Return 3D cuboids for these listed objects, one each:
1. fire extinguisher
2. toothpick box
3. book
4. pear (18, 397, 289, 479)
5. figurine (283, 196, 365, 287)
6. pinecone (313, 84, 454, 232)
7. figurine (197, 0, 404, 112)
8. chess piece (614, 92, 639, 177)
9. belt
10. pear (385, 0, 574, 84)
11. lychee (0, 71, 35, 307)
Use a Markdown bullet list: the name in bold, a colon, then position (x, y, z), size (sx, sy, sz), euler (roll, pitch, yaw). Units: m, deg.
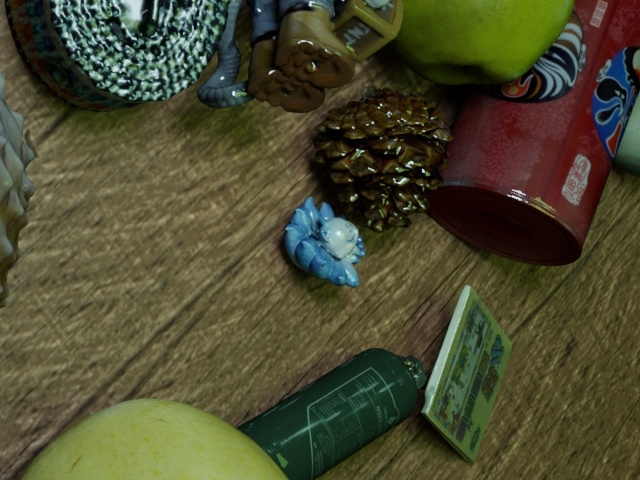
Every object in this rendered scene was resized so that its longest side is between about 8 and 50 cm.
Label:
- **fire extinguisher**: position (0.020, 0.201, 1.862), size (0.311, 0.095, 0.114), euler (-30, 136, -36)
- **toothpick box**: position (0.276, -0.160, 2.008), size (0.204, 0.204, 0.333), euler (36, 69, -36)
- **book**: position (0.181, 0.166, 2.011), size (0.192, 0.013, 0.168), euler (48, 58, -57)
- **pear**: position (-0.153, 0.306, 1.580), size (0.309, 0.309, 0.309), euler (-1, 92, -42)
- **figurine**: position (0.000, 0.000, 1.846), size (0.114, 0.079, 0.114), euler (35, 42, -39)
- **pinecone**: position (0.071, -0.091, 1.864), size (0.174, 0.174, 0.173), euler (-1, 92, -42)
- **figurine**: position (0.002, -0.314, 1.720), size (0.186, 0.261, 0.381), euler (28, 49, -37)
- **chess piece**: position (0.488, -0.240, 2.228), size (0.182, 0.182, 0.330), euler (33, 74, -37)
- **belt**: position (-0.199, -0.259, 1.622), size (0.207, 0.150, 0.257), euler (6, 86, -32)
- **pear**: position (0.170, -0.331, 1.875), size (0.253, 0.253, 0.307), euler (10, 87, -41)
- **lychee**: position (-0.407, -0.027, 1.301), size (0.380, 0.380, 0.432), euler (-23, 122, -39)
